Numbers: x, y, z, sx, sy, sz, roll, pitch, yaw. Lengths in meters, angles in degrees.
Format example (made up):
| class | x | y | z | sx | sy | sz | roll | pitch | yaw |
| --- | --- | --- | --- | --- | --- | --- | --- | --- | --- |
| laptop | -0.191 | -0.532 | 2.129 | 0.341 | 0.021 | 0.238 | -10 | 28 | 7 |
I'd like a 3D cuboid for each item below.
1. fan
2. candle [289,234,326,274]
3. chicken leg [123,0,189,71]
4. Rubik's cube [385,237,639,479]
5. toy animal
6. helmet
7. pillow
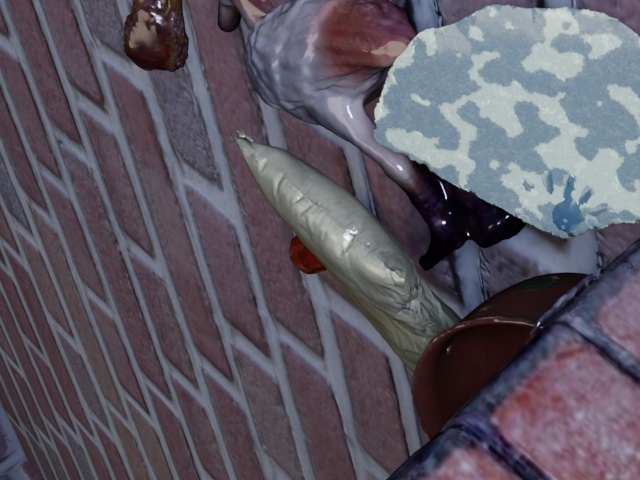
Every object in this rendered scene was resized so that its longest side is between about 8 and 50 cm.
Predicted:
| class | x | y | z | sx | sy | sz | roll | pitch | yaw |
| --- | --- | --- | --- | --- | --- | --- | --- | --- | --- |
| fan | 0.120 | -0.058 | 0.745 | 0.240 | 0.009 | 0.131 | 13 | 128 | 38 |
| candle | 0.000 | 0.000 | 1.130 | 0.048 | 0.053 | 0.162 | 66 | 161 | -2 |
| chicken leg | -0.104 | -0.240 | 0.975 | 0.177 | 0.083 | 0.322 | 68 | 159 | 9 |
| Rubik's cube | 0.125 | 0.269 | 0.635 | 0.344 | 0.344 | 0.337 | 42 | 140 | 16 |
| toy animal | 0.000 | -0.111 | 0.921 | 0.324 | 0.090 | 0.195 | 45 | 161 | 32 |
| helmet | 0.146 | 0.087 | 0.828 | 0.155 | 0.106 | 0.175 | 0 | 122 | 37 |
| pillow | 0.034 | 0.022 | 0.928 | 0.148 | 0.050 | 0.229 | 39 | 172 | 31 |
